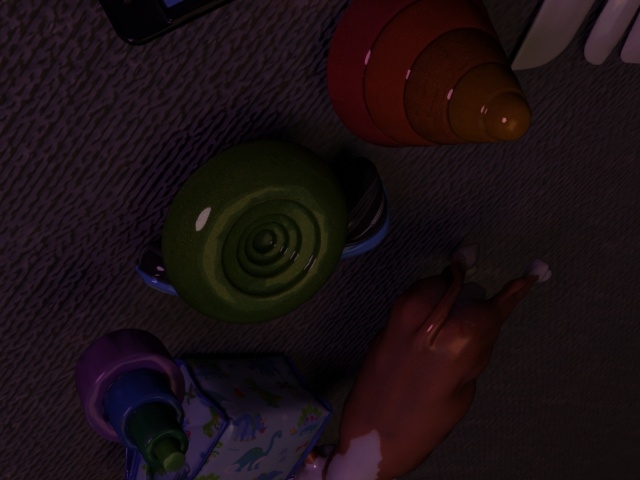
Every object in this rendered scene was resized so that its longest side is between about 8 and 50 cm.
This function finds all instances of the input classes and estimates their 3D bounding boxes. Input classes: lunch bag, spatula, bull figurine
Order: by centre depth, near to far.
[{"bbox_3d":[0.243,-0.218,0.772,0.168,0.019,0.242,-4,137,-30],"label":"spatula"},{"bbox_3d":[-0.085,0.172,0.920,0.129,0.096,0.151,4,122,-45],"label":"lunch bag"},{"bbox_3d":[0.080,0.124,0.958,0.188,0.101,0.310,-41,166,-41],"label":"bull figurine"}]

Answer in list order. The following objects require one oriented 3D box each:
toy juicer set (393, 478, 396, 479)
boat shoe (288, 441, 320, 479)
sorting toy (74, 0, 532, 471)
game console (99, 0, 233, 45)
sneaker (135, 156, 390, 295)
[{"bbox_3d":[-0.006,0.352,1.233,0.329,0.089,0.209,-36,148,3],"label":"toy juicer set"},{"bbox_3d":[-0.081,0.261,1.068,0.206,0.065,0.075,-25,147,-14],"label":"boat shoe"},{"bbox_3d":[0.000,0.000,0.665,0.365,0.126,0.127,-47,128,0],"label":"sorting toy"},{"bbox_3d":[-0.063,-0.169,0.514,0.122,0.107,0.071,-28,176,-8],"label":"game console"},{"bbox_3d":[-0.040,-0.013,0.758,0.188,0.067,0.078,-18,124,-20],"label":"sneaker"}]
